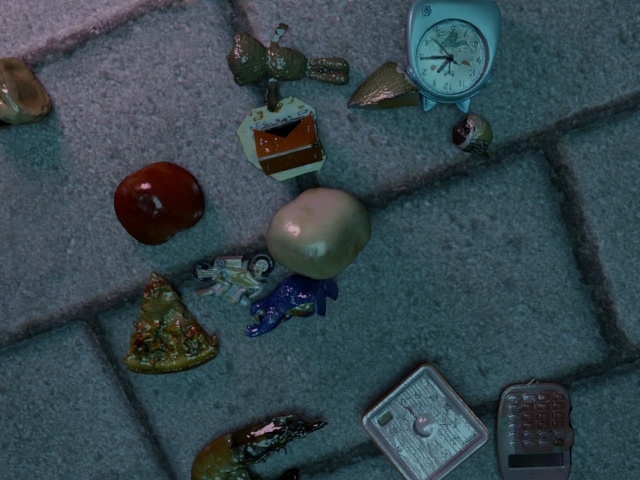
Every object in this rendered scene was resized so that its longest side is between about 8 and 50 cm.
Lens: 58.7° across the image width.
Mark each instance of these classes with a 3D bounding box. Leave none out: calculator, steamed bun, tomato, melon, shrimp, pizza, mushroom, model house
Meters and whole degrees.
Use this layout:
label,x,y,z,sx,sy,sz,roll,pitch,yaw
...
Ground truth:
label,x,y,z,sx,sy,sz,roll,pitch,yaw
calculator,0.603,0.543,1.608,0.220,0.048,0.329,-2,98,2
steamed bun,-0.789,-0.349,1.424,0.155,0.141,0.172,-24,97,19
tomato,-0.426,-0.094,1.455,0.233,0.139,0.200,-33,92,7
melon,0.164,-0.383,1.429,0.203,0.093,0.139,-3,73,30
shrimp,-0.156,0.636,1.620,0.445,0.085,0.272,-32,104,9
pizza,-0.394,0.248,1.555,0.251,0.074,0.287,13,102,-4
mushroom,0.000,0.000,1.434,0.260,0.254,0.234,-5,137,6
model house,-0.104,-0.245,1.422,0.219,0.136,0.207,-13,102,3

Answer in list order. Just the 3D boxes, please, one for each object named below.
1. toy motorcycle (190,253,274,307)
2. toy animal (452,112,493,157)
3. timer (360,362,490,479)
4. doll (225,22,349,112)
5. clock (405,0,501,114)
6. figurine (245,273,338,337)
label,x,y,z,sx,sy,sz,roll,pitch,yaw
toy motorcycle,-0.231,0.110,1.525,0.229,0.074,0.151,-8,104,0
toy animal,0.385,-0.251,1.440,0.098,0.098,0.137,-22,121,5
timer,0.277,0.493,1.549,0.257,0.161,0.250,-43,89,8
doll,-0.082,-0.445,1.415,0.286,0.091,0.202,-19,110,2
clock,0.314,-0.451,1.400,0.224,0.094,0.274,4,103,1
figurine,-0.087,0.156,1.488,0.262,0.164,0.120,-21,94,18
